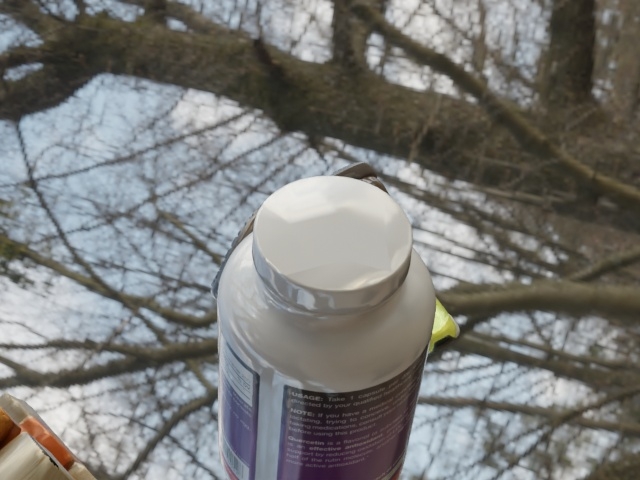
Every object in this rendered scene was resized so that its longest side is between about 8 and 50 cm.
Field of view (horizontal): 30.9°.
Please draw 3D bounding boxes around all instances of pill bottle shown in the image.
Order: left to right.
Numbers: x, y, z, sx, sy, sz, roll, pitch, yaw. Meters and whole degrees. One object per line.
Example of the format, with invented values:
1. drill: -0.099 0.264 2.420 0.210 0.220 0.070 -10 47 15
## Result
1. pill bottle: 0.001 0.101 1.007 0.181 0.182 0.323 -47 -24 -36

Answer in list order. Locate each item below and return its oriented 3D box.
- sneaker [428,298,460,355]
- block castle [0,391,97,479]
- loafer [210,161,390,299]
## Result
1. sneaker: 0.091 0.062 1.370 0.081 0.208 0.094 -27 -57 -12
2. block castle: -0.325 0.120 0.729 0.213 0.453 0.303 -45 -21 -14
3. loafer: 0.000 0.000 1.560 0.366 0.130 0.133 -34 -20 -45
